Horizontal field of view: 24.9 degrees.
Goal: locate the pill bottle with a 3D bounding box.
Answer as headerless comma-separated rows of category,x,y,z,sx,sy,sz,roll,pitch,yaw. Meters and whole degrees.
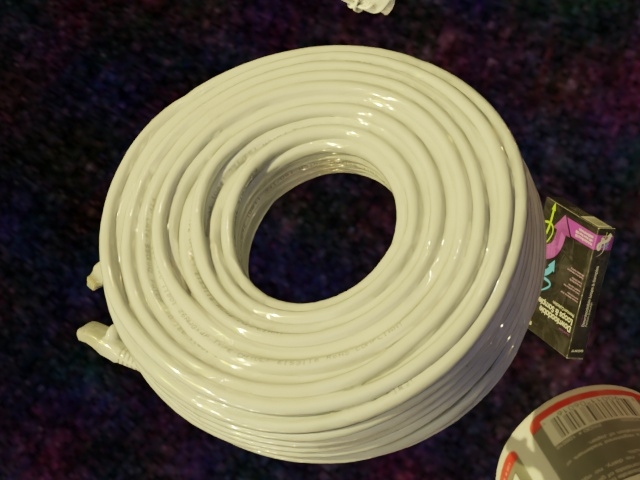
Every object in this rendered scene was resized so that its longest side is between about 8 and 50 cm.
pill bottle,0.251,0.244,1.094,0.161,0.283,0.161,-5,116,-11

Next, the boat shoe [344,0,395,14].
boat shoe,0.063,-0.295,1.634,0.258,0.095,0.084,-6,97,-9

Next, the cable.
cable,0.000,0.000,0.844,0.257,0.257,0.089,-52,153,-14

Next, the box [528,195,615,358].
box,0.285,0.042,1.693,0.029,0.116,0.162,1,109,-25
